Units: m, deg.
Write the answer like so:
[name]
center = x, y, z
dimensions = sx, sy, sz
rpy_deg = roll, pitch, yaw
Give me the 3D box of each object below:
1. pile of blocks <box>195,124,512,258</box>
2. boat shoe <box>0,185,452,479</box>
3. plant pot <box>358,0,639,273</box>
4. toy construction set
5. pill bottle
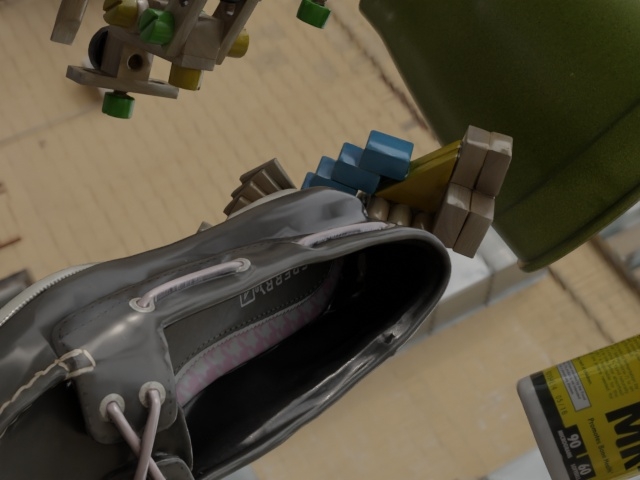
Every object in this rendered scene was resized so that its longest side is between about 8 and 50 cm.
[pile of blocks]
center = 0.000, 0.000, 1.074
dimensions = 0.149, 0.362, 0.112
rpy_deg = 53, 24, -18
[boat shoe]
center = -0.051, 0.055, 0.561
dimensions = 0.096, 0.335, 0.112
rpy_deg = 9, -64, 32
[plant pot]
center = 0.240, -0.214, 1.345
dimensions = 0.353, 0.366, 0.366
rpy_deg = 46, -18, -1
[toy construction set]
center = -0.185, -0.223, 1.261
dimensions = 0.257, 0.309, 0.237
rpy_deg = 29, -73, 21
[pill bottle]
center = 0.292, 0.144, 1.090
dimensions = 0.119, 0.209, 0.119
rpy_deg = -22, 90, -83
